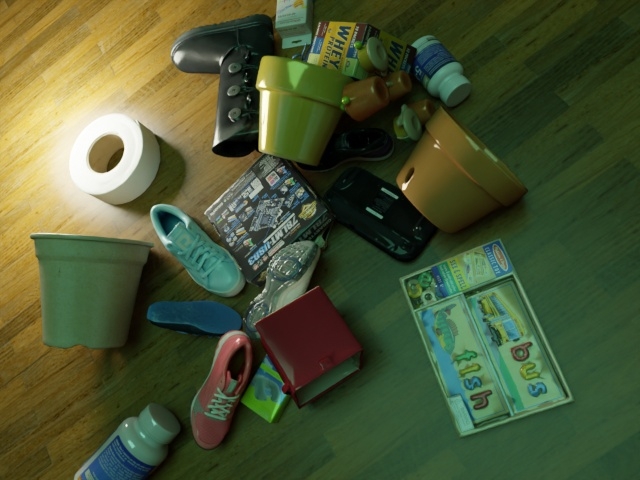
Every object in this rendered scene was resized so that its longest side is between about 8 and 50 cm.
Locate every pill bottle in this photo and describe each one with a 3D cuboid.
[{"bbox_3d":[-0.503,0.568,1.505,0.272,0.152,0.152,-46,65,1],"label":"pill bottle"},{"bbox_3d":[0.323,-0.458,1.552,0.112,0.112,0.186,-36,65,6],"label":"pill bottle"}]

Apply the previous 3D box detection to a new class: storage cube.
[{"bbox_3d":[-0.028,0.263,1.387,0.215,0.183,0.193,-29,64,-13],"label":"storage cube"}]

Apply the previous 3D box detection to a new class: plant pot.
[{"bbox_3d":[-0.057,-0.330,1.493,0.254,0.254,0.238,19,100,24],"label":"plant pot"},{"bbox_3d":[0.324,-0.153,1.381,0.203,0.291,0.290,-46,64,19],"label":"plant pot"},{"bbox_3d":[-0.661,0.146,1.624,0.334,0.334,0.305,2,85,20],"label":"plant pot"}]

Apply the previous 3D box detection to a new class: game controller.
[{"bbox_3d":[0.156,-0.078,1.531,0.319,0.067,0.166,35,73,25],"label":"game controller"}]

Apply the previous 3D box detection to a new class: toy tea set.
[{"bbox_3d":[0.166,-0.348,1.459,0.124,0.336,0.199,-15,55,39],"label":"toy tea set"}]

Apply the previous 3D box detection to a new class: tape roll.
[{"bbox_3d":[-0.667,-0.265,1.850,0.287,0.100,0.285,-6,71,18],"label":"tape roll"}]

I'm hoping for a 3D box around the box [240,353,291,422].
[{"bbox_3d":[-0.119,0.372,1.490,0.109,0.042,0.178,27,85,24],"label":"box"}]

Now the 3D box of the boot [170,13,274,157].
[{"bbox_3d":[-0.297,-0.448,1.740,0.367,0.146,0.444,-14,69,20],"label":"boot"}]

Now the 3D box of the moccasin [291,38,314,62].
[{"bbox_3d":[-0.039,-0.482,1.675,0.117,0.138,0.341,18,81,48],"label":"moccasin"}]

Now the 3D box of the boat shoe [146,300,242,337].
[{"bbox_3d":[-0.346,0.214,1.589,0.259,0.089,0.108,13,63,0],"label":"boat shoe"}]

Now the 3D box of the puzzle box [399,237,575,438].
[{"bbox_3d":[0.383,0.227,1.351,0.272,0.052,0.408,-23,67,11],"label":"puzzle box"}]

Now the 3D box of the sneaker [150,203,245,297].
[{"bbox_3d":[-0.370,0.027,1.626,0.366,0.150,0.135,38,90,25],"label":"sneaker"}]

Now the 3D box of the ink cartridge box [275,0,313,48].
[{"bbox_3d":[-0.082,-0.708,1.801,0.105,0.061,0.181,-4,73,19],"label":"ink cartridge box"}]

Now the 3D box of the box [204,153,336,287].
[{"bbox_3d":[-0.149,-0.071,1.592,0.295,0.073,0.293,-44,60,8],"label":"box"}]

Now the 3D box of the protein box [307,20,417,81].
[{"bbox_3d":[0.109,-0.491,1.542,0.201,0.200,0.135,27,104,47],"label":"protein box"}]

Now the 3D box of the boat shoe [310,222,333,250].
[{"bbox_3d":[0.000,0.000,1.562,0.043,0.049,0.136,9,72,20],"label":"boat shoe"}]

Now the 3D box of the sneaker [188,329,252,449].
[{"bbox_3d":[-0.253,0.383,1.461,0.116,0.136,0.313,20,78,-17],"label":"sneaker"}]

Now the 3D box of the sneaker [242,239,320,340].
[{"bbox_3d":[-0.089,0.133,1.503,0.111,0.129,0.297,35,93,35],"label":"sneaker"}]

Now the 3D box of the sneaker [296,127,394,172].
[{"bbox_3d":[0.053,-0.265,1.573,0.284,0.124,0.107,-10,81,17],"label":"sneaker"}]
